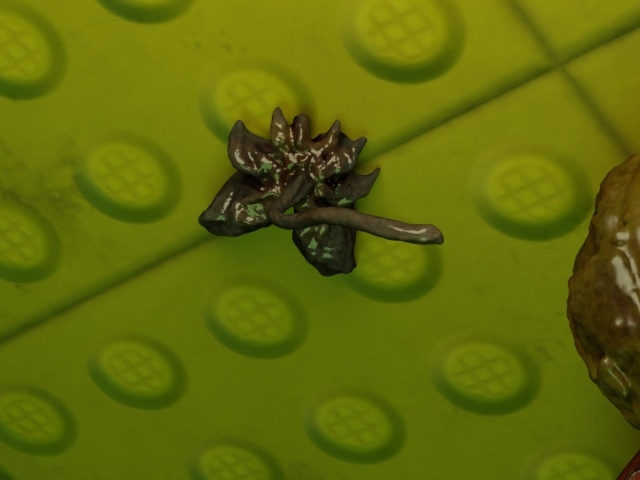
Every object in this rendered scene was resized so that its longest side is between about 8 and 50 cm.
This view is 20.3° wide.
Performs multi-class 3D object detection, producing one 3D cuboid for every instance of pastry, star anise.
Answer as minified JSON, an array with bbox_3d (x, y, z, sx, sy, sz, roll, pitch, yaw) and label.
[{"bbox_3d":[0.268,0.046,1.116,0.240,0.235,0.132,16,128,-11],"label":"pastry"},{"bbox_3d":[0.000,0.000,1.180,0.218,0.227,0.148,-28,111,21],"label":"star anise"}]

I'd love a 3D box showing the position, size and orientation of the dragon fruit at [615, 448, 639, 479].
[{"bbox_3d":[0.305,0.224,1.257,0.241,0.241,0.252,1,134,16],"label":"dragon fruit"}]
